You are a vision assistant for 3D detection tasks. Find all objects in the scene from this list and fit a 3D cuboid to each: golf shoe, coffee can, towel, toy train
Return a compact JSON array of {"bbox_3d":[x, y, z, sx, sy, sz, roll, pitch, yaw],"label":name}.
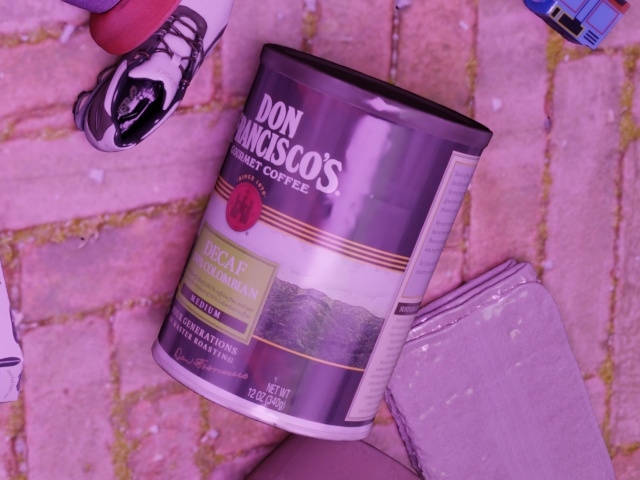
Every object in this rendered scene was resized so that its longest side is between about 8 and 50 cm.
[{"bbox_3d":[-0.120,-0.152,1.290,0.077,0.094,0.198,30,93,-25],"label":"golf shoe"},{"bbox_3d":[0.000,0.000,1.323,0.202,0.201,0.275,17,100,-25],"label":"coffee can"},{"bbox_3d":[0.166,0.167,1.527,0.187,0.049,0.282,-27,115,-10],"label":"towel"},{"bbox_3d":[0.202,-0.254,1.392,0.184,0.080,0.105,34,98,-27],"label":"toy train"}]

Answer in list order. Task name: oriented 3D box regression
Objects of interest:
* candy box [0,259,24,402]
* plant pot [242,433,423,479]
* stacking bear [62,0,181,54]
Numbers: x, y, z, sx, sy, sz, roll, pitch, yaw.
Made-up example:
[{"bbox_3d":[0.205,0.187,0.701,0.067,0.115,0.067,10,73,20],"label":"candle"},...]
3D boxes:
[{"bbox_3d":[-0.341,0.054,1.227,0.196,0.164,0.070,-7,148,-19],"label":"candy box"},{"bbox_3d":[-0.013,0.292,1.410,0.263,0.263,0.229,39,72,-27],"label":"plant pot"},{"bbox_3d":[-0.224,-0.281,1.179,0.289,0.164,0.175,31,94,-22],"label":"stacking bear"}]
